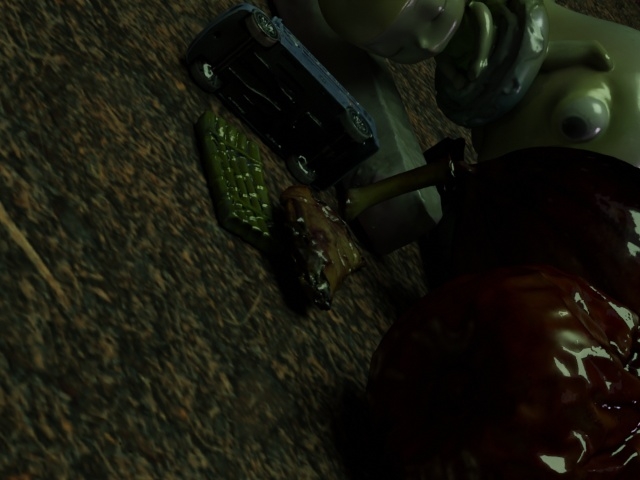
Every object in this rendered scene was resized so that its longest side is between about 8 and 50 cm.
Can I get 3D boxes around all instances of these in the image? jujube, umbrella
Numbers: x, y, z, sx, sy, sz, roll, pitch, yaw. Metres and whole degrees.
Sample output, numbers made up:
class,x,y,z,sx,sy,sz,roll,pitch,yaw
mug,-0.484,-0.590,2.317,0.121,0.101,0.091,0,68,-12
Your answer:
class,x,y,z,sx,sy,sz,roll,pitch,yaw
jujube,0.144,0.126,1.015,0.232,0.213,0.213,21,36,-45
umbrella,0.123,-0.002,1.363,0.236,0.059,0.066,-94,179,-50

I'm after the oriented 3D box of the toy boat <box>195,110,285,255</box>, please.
class,x,y,z,sx,sy,sz,roll,pitch,yaw
toy boat,-0.059,-0.043,1.113,0.063,0.016,0.115,33,27,-40

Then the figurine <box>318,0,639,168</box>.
class,x,y,z,sx,sy,sz,roll,pitch,yaw
figurine,0.149,-0.182,1.355,0.394,0.226,0.274,26,46,-25

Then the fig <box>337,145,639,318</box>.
class,x,y,z,sx,sy,sz,roll,pitch,yaw
fig,0.173,-0.007,1.187,0.249,0.203,0.186,50,51,-7

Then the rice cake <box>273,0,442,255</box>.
class,x,y,z,sx,sy,sz,roll,pitch,yaw
rice cake,0.022,-0.145,1.371,0.064,0.070,0.399,38,24,-43

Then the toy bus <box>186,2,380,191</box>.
class,x,y,z,sx,sy,sz,roll,pitch,yaw
toy bus,-0.030,-0.122,1.225,0.167,0.073,0.076,45,24,-22

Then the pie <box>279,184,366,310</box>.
class,x,y,z,sx,sy,sz,roll,pitch,yaw
pie,0.000,0.000,1.130,0.092,0.034,0.170,59,14,-7
